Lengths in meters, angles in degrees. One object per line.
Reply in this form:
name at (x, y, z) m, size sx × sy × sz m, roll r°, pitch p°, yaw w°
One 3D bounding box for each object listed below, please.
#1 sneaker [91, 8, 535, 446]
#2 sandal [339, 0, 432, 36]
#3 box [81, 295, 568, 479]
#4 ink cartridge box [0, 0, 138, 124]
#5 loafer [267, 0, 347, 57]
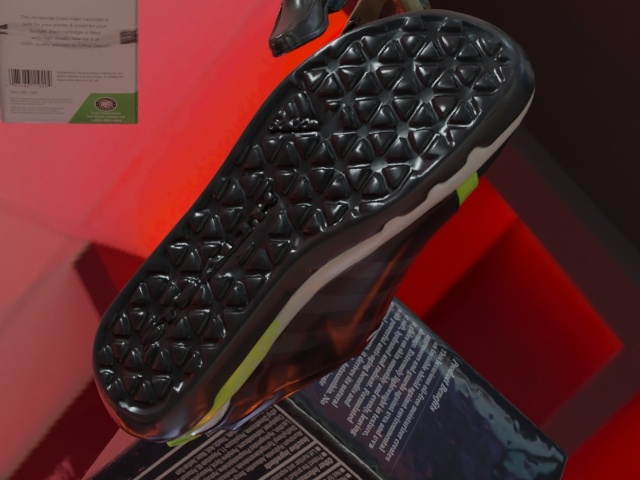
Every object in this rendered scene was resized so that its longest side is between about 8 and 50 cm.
sneaker at (0.000, 0.000, 0.561) m, size 0.234 × 0.084 × 0.097 m, roll -42°, pitch -31°, yaw 15°
sandal at (0.058, -0.226, 1.673) m, size 0.086 × 0.120 × 0.303 m, roll -46°, pitch -15°, yaw -26°
box at (-0.002, 0.204, 1.148) m, size 0.296 × 0.294 × 0.183 m, roll -40°, pitch 10°, yaw 42°
ink cartridge box at (-0.285, -0.242, 1.489) m, size 0.160 × 0.092 × 0.219 m, roll 0°, pitch -48°, yaw -9°
loafer at (-0.023, -0.246, 1.387) m, size 0.062 × 0.170 × 0.061 m, roll -18°, pitch -65°, yaw 27°
